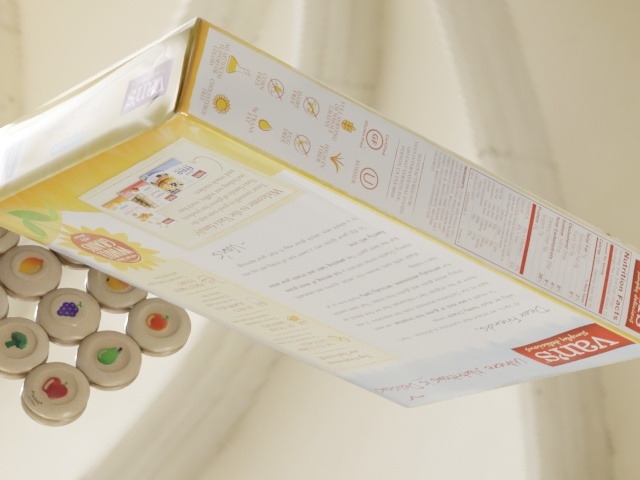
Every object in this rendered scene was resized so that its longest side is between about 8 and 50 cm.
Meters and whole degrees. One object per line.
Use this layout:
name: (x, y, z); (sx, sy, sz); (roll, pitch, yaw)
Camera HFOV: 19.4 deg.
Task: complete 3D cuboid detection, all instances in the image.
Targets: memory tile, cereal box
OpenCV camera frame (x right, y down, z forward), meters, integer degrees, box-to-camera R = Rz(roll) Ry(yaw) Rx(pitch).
memory tile: (-0.153, 0.029, 1.057); (0.113, 0.012, 0.148); (-32, -115, -31)
cereal box: (0.000, 0.000, 0.778); (0.173, 0.240, 0.047); (-19, -128, 52)
